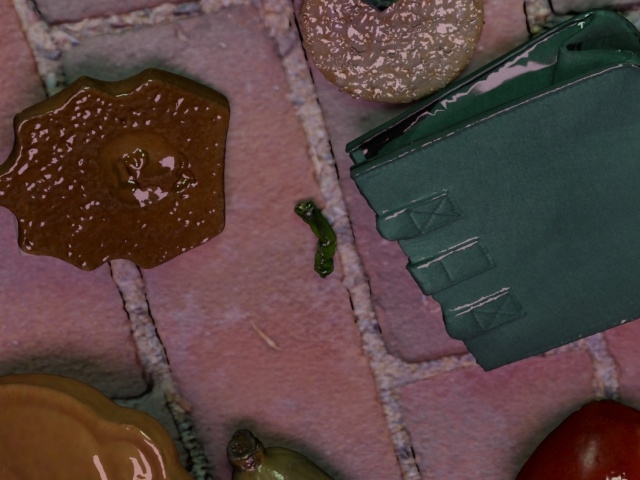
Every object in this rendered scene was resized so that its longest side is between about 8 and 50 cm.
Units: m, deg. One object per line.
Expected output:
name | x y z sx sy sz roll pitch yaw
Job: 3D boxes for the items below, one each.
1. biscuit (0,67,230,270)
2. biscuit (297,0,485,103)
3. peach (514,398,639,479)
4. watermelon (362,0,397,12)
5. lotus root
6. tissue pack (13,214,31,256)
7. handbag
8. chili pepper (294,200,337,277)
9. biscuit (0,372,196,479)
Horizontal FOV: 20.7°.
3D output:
biscuit | -0.181 -0.056 1.454 0.215 0.034 0.182 -6 121 -17
biscuit | 0.057 -0.175 1.402 0.152 0.020 0.152 2 125 2
peach | 0.266 0.252 1.655 0.190 0.192 0.190 10 164 3
watermelon | 0.002 -0.323 1.225 0.305 0.224 0.180 49 159 -22
lotus root | -0.028 0.252 1.683 0.090 0.077 0.183 -31 123 22
tissue pack | -0.232 -0.030 1.503 0.062 0.042 0.083 -2 125 2
handbag | 0.192 -0.041 1.455 0.274 0.100 0.269 -26 125 20
chili pepper | 0.000 0.000 1.534 0.027 0.022 0.083 -30 126 -18
biscuit | -0.232 0.280 1.645 0.312 0.057 0.351 -30 99 33
